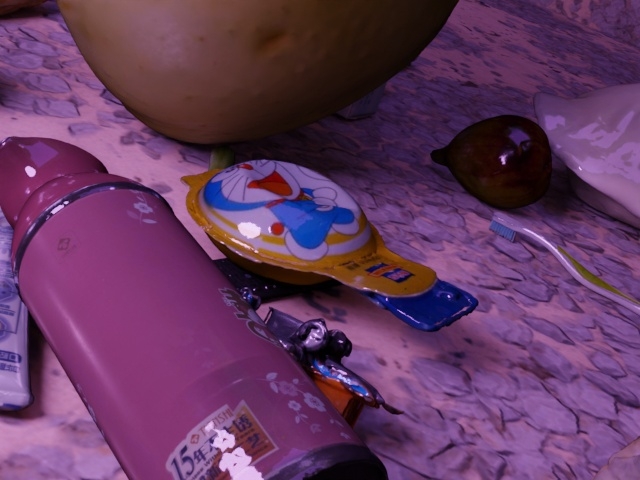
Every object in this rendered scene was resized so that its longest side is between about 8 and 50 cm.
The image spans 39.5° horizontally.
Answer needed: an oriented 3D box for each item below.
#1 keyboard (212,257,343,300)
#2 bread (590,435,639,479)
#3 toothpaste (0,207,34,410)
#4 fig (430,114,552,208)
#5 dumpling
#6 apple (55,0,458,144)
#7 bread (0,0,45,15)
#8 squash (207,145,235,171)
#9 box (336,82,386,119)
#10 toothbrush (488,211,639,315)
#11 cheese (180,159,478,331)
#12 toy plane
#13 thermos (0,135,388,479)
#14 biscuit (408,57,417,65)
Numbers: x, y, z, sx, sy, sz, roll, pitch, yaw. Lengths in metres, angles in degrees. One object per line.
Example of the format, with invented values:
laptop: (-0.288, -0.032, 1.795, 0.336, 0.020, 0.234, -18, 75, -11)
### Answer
keyboard: (-0.063, 0.031, 0.722, 0.198, 0.010, 0.064, -8, 36, -45)
bread: (0.273, 0.175, 0.491, 0.246, 0.176, 0.195, 0, 30, -34)
toothpaste: (-0.214, 0.025, 0.596, 0.062, 0.039, 0.239, 13, 29, -20)
fig: (0.197, -0.094, 1.055, 0.155, 0.103, 0.109, 0, 56, 35)
dumpling: (0.400, -0.118, 1.128, 0.243, 0.187, 0.318, 10, 31, -27)
apple: (-0.067, -0.326, 0.884, 0.474, 0.473, 0.473, 16, 26, -8)
bread: (-0.455, -0.352, 1.092, 0.235, 0.099, 0.210, 33, 31, 13)
squash: (-0.099, -0.071, 0.877, 0.027, 0.027, 0.089, 16, 28, -8)
box: (0.047, -0.303, 1.148, 0.135, 0.269, 0.079, 31, 27, 25)
toothbrush: (0.290, 0.040, 0.932, 0.263, 0.026, 0.022, 32, 35, 24)
cheese: (0.000, 0.000, 0.729, 0.270, 0.069, 0.177, 30, 27, 26)
toy plane: (-0.029, 0.066, 0.610, 0.188, 0.062, 0.135, 38, 0, 30)
thermos: (-0.093, 0.050, 0.533, 0.136, 0.109, 0.330, 6, 31, -46)
biscuit: (0.060, -0.304, 1.425, 0.133, 0.032, 0.250, 28, 28, 19)
